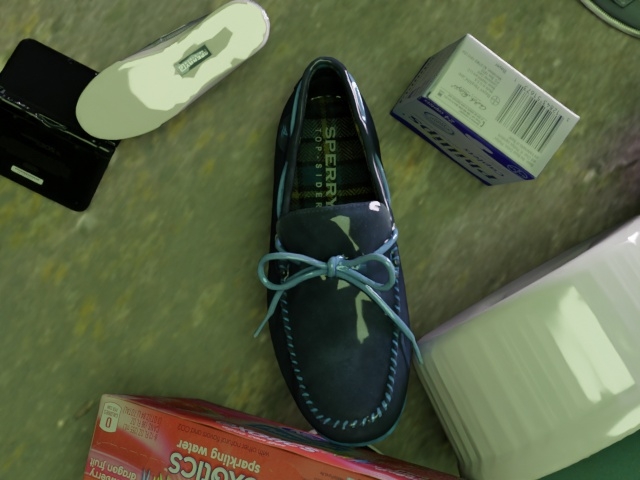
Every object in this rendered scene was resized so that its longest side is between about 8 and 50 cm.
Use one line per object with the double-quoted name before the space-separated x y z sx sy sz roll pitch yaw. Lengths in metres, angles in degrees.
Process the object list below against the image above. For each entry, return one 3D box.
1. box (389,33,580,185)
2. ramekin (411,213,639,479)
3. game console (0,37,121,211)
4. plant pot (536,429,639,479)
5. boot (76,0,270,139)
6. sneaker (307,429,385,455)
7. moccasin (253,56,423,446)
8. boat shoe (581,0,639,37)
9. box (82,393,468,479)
"box" 0.145 -0.114 1.064 0.126 0.137 0.072 36 85 -7
"ramekin" 0.213 0.090 1.011 0.277 0.277 0.135 -29 87 -9
"game console" -0.243 -0.104 1.064 0.122 0.071 0.107 27 115 -7
"plant pot" 0.268 0.270 1.026 0.195 0.290 0.290 10 87 9
"boot" -0.128 -0.151 1.052 0.190 0.086 0.069 -28 99 1
"sneaker" 0.069 0.255 1.054 0.217 0.121 0.079 45 82 -6
"moccasin" 0.000 0.000 0.989 0.137 0.117 0.342 -10 63 -2
"boat shoe" 0.286 -0.285 1.110 0.319 0.099 0.116 29 83 -8
"box" -0.040 0.233 0.953 0.299 0.142 0.154 11 86 29
